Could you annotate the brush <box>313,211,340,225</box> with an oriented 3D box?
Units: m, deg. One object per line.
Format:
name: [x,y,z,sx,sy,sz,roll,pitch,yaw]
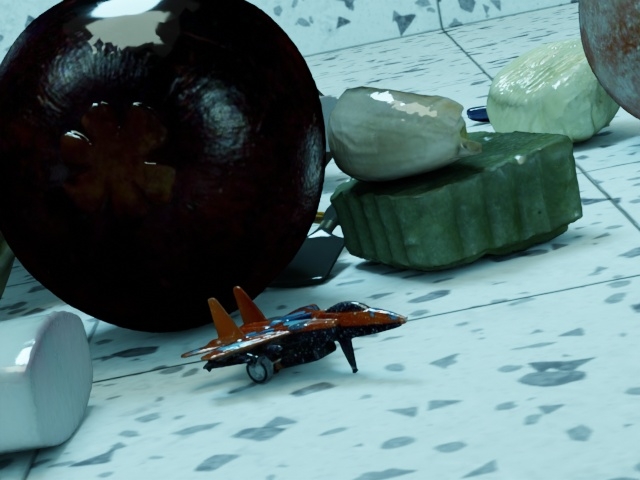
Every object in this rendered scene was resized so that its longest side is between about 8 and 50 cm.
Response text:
brush: [-0.102,-0.031,1.833,0.314,0.017,0.090,5,10,-9]

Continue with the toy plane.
toy plane: [-0.010,0.071,1.374,0.189,0.061,0.130,3,17,38]

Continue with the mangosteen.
mangosteen: [-0.139,-0.076,1.624,0.307,0.307,0.347,-10,1,7]

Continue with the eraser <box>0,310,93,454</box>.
eraser: [-0.316,0.119,1.353,0.270,0.095,0.174,-11,11,7]

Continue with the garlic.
garlic: [0.062,-0.097,1.659,0.101,0.087,0.195,-8,6,-22]

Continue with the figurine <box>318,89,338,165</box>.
figurine: [-0.051,-0.136,2.270,0.158,0.161,0.275,23,5,-15]

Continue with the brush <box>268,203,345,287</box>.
brush: [0.000,0.000,1.765,0.063,0.016,0.193,-3,26,19]

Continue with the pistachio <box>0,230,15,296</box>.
pistachio: [-0.354,0.019,1.693,0.197,0.166,0.288,-29,13,-18]

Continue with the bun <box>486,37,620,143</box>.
bun: [0.281,-0.164,2.179,0.164,0.111,0.188,-33,20,-17]

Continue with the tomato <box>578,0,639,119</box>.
tomato: [0.437,-0.257,1.998,0.317,0.282,0.316,-13,8,2]

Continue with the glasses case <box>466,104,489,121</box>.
glasses case: [0.237,-0.170,2.456,0.083,0.023,0.033,-7,3,13]

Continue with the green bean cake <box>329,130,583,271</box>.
green bean cake: [0.122,-0.035,1.688,0.185,0.094,0.183,-17,12,-23]
